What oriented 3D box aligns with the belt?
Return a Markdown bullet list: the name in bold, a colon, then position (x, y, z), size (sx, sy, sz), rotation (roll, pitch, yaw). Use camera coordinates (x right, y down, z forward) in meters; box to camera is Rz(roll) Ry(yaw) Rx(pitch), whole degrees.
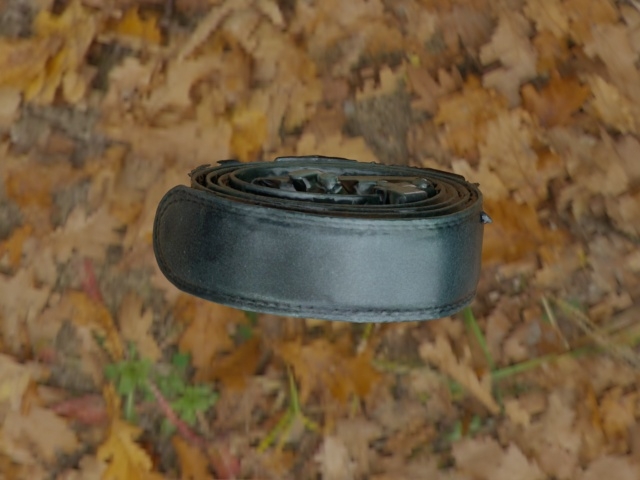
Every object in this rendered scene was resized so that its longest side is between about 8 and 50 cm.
- **belt**: position (0.000, 0.000, 1.406), size (0.267, 0.206, 0.116), rotation (3, 104, -3)
